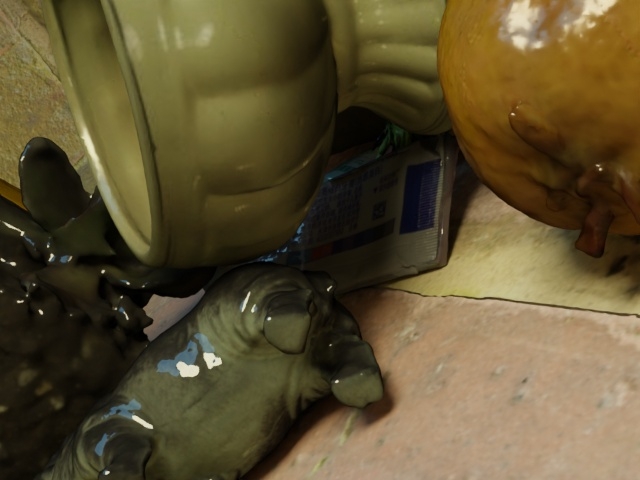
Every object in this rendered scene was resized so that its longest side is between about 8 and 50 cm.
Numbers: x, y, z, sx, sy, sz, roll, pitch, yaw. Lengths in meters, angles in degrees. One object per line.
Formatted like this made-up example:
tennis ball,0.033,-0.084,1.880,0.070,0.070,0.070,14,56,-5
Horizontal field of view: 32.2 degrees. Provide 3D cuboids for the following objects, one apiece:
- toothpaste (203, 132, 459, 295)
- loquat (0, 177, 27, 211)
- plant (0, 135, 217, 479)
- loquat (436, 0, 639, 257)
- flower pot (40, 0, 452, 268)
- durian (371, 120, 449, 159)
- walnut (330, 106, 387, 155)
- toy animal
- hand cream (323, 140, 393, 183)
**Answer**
toothpaste,-0.001,-0.002,0.891,0.068,0.099,0.282,-9,-6,-46
loquat,-0.377,0.058,1.177,0.276,0.284,0.276,-36,12,9
plant,-0.210,0.065,0.901,0.276,0.199,0.188,-60,31,-4
loquat,0.170,-0.109,0.589,0.238,0.193,0.238,-30,25,16
flower pot,-0.048,-0.148,0.760,0.244,0.307,0.307,-18,11,-19
durian,0.159,-0.156,0.872,0.375,0.132,0.106,-34,-7,18
walnut,-0.001,-0.252,1.070,0.381,0.381,0.381,-36,18,14
toy animal,-0.114,0.142,0.724,0.343,0.106,0.168,-39,18,16
hand cream,0.043,-0.063,1.001,0.076,0.047,0.174,-23,15,46
